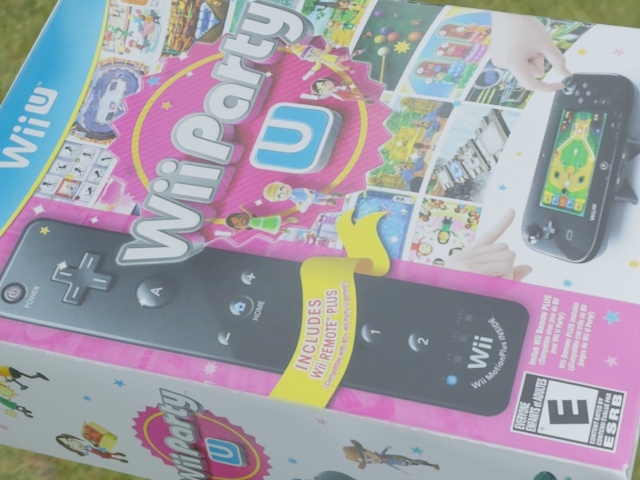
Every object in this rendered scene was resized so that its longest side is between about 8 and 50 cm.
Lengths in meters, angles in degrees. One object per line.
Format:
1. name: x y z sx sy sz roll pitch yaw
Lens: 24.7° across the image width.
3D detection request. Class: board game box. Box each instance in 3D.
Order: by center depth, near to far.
1. board game box: 0.000 0.000 0.649 0.303 0.097 0.224 9 55 15
